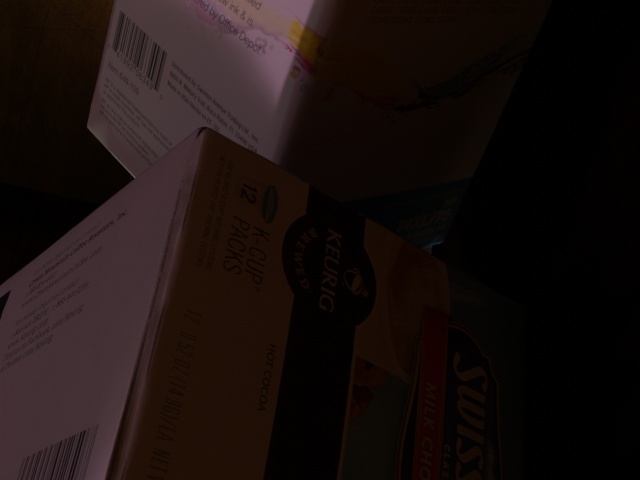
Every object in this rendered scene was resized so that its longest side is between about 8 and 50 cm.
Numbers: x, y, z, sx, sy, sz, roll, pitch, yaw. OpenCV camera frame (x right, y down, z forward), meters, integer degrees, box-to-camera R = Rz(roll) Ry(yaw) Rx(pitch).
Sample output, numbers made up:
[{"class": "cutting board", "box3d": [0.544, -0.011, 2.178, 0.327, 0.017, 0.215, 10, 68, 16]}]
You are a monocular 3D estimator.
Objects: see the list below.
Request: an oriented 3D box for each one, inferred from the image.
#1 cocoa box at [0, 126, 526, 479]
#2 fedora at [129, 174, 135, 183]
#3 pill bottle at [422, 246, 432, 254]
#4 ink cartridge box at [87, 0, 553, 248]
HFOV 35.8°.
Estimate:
[{"class": "cocoa box", "box3d": [-0.085, 0.141, 0.561, 0.347, 0.228, 0.231, -29, 42, 45]}, {"class": "fedora", "box3d": [-0.072, -0.031, 1.200, 0.152, 0.334, 0.334, -40, 23, 21]}, {"class": "pill bottle", "box3d": [0.000, 0.000, 0.801, 0.094, 0.169, 0.094, -167, 90, -81]}, {"class": "ink cartridge box", "box3d": [0.003, -0.146, 0.640, 0.198, 0.197, 0.270, 44, 128, 33]}]
